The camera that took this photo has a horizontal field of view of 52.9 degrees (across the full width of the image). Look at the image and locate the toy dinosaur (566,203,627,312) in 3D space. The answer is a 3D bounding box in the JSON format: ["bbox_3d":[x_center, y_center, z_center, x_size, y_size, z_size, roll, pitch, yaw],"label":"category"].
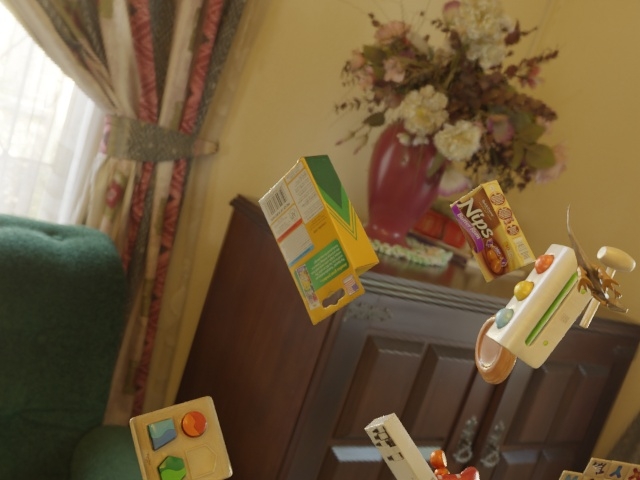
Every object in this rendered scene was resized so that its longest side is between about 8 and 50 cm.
[{"bbox_3d":[0.469,0.050,1.134,0.212,0.064,0.112,61,16,-6],"label":"toy dinosaur"}]

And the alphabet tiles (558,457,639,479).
[{"bbox_3d":[0.752,0.736,1.758,0.284,0.343,0.011,11,24,-8],"label":"alphabet tiles"}]

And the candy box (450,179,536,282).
[{"bbox_3d":[0.358,-0.019,1.347,0.053,0.187,0.109,-18,-11,-33],"label":"candy box"}]

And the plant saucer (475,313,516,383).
[{"bbox_3d":[0.475,0.289,1.757,0.037,0.200,0.200,16,9,-10],"label":"plant saucer"}]

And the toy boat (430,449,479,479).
[{"bbox_3d":[0.392,0.751,2.069,0.230,0.151,0.151,0,-29,-9],"label":"toy boat"}]

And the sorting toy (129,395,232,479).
[{"bbox_3d":[-0.328,0.560,1.596,0.229,0.308,0.041,-8,-19,-35],"label":"sorting toy"}]

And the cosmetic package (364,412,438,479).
[{"bbox_3d":[0.235,0.626,1.869,0.060,0.099,0.239,-30,85,-39],"label":"cosmetic package"}]

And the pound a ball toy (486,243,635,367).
[{"bbox_3d":[0.531,0.128,1.471,0.135,0.319,0.208,36,1,-5],"label":"pound a ball toy"}]

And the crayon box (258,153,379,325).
[{"bbox_3d":[0.000,0.000,1.434,0.083,0.323,0.203,-12,-18,-41],"label":"crayon box"}]
